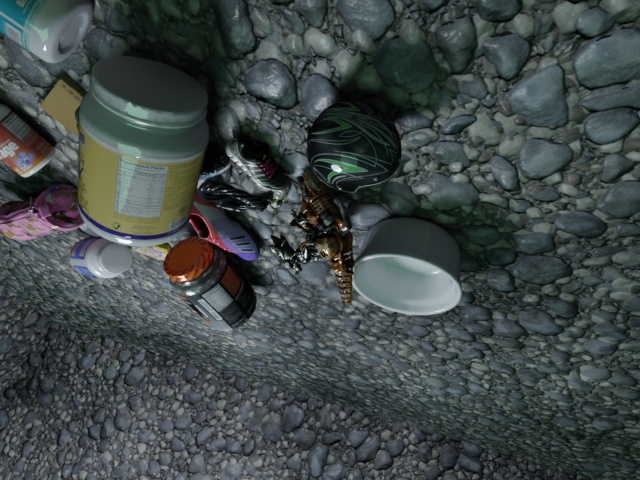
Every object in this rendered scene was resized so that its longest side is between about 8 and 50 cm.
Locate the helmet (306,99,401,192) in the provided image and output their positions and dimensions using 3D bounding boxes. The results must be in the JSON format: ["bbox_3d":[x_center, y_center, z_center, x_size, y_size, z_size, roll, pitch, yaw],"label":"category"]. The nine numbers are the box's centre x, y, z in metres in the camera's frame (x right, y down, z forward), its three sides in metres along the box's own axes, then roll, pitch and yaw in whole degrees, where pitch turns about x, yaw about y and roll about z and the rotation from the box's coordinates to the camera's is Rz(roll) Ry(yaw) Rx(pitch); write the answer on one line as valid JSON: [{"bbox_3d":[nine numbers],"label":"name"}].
[{"bbox_3d":[0.062,-0.177,0.766,0.169,0.170,0.161,32,161,-18],"label":"helmet"}]

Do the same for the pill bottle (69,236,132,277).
[{"bbox_3d":[-0.816,0.063,1.540,0.271,0.152,0.152,0,143,42],"label":"pill bottle"}]

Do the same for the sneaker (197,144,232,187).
[{"bbox_3d":[-0.306,-0.178,1.043,0.237,0.085,0.086,-13,166,32],"label":"sneaker"}]

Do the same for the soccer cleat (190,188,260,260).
[{"bbox_3d":[-0.295,-0.022,1.211,0.108,0.117,0.318,-3,140,31],"label":"soccer cleat"}]

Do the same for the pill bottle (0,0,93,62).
[{"bbox_3d":[-0.555,-0.449,0.709,0.264,0.146,0.146,35,144,-21],"label":"pill bottle"}]

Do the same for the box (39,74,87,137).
[{"bbox_3d":[-0.594,-0.304,1.050,0.164,0.021,0.201,-14,134,40],"label":"box"}]

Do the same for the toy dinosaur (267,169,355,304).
[{"bbox_3d":[0.000,0.000,0.993,0.164,0.322,0.218,0,171,-41],"label":"toy dinosaur"}]

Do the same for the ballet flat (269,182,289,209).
[{"bbox_3d":[-0.106,-0.114,1.052,0.041,0.041,0.114,23,146,-5],"label":"ballet flat"}]

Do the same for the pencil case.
[{"bbox_3d":[-0.972,-0.089,1.430,0.386,0.160,0.167,-7,139,35],"label":"pencil case"}]

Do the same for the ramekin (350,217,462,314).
[{"bbox_3d":[0.223,0.065,1.052,0.277,0.135,0.277,14,147,9],"label":"ramekin"}]

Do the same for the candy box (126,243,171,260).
[{"bbox_3d":[-0.654,0.024,1.545,0.205,0.027,0.105,17,150,6],"label":"candy box"}]

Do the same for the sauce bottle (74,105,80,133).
[{"bbox_3d":[-0.530,-0.188,1.052,0.111,0.111,0.344,20,141,0],"label":"sauce bottle"}]

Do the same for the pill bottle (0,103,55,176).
[{"bbox_3d":[-0.858,-0.287,1.119,0.121,0.121,0.216,-5,140,32],"label":"pill bottle"}]

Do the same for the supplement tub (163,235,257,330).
[{"bbox_3d":[-0.376,0.151,1.421,0.207,0.207,0.338,2,142,25],"label":"supplement tub"}]

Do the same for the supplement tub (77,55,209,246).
[{"bbox_3d":[-0.371,-0.177,0.863,0.240,0.241,0.331,23,127,-5],"label":"supplement tub"}]

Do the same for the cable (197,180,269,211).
[{"bbox_3d":[-0.220,-0.114,1.066,0.184,0.047,0.150,10,166,16],"label":"cable"}]

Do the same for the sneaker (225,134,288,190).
[{"bbox_3d":[-0.137,-0.180,0.952,0.170,0.063,0.074,40,148,-20],"label":"sneaker"}]

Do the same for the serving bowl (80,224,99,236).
[{"bbox_3d":[-0.860,-0.049,1.546,0.083,0.027,0.083,14,147,10],"label":"serving bowl"}]
